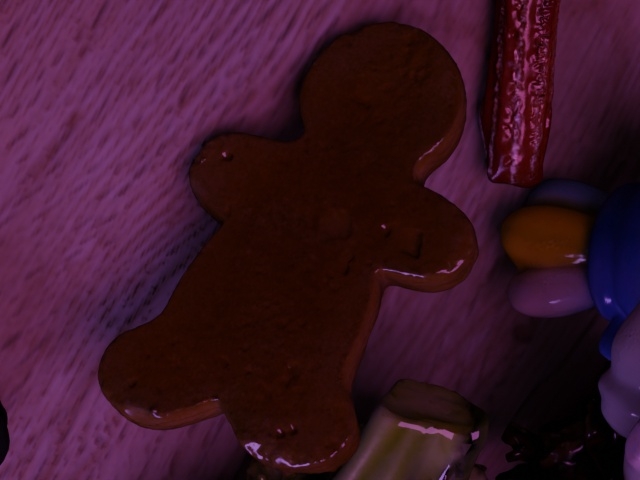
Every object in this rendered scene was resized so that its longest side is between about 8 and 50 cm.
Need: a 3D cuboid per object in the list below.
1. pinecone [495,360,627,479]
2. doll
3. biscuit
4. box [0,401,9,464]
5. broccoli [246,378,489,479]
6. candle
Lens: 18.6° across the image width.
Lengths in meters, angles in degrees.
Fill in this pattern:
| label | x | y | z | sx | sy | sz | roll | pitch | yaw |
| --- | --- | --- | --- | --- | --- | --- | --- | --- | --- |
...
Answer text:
| label | x | y | z | sx | sy | sz | roll | pitch | yaw |
| --- | --- | --- | --- | --- | --- | --- | --- | --- | --- |
| pinecone | 0.258 | 0.184 | 1.347 | 0.257 | 0.243 | 0.243 | 43 | 91 | 14 |
| doll | 0.260 | 0.050 | 1.188 | 0.376 | 0.365 | 0.187 | -12 | 138 | 3 |
| biscuit | 0.000 | 0.000 | 1.216 | 0.301 | 0.197 | 0.049 | -65 | 160 | -15 |
| box | -0.371 | 0.115 | 1.172 | 0.289 | 0.073 | 0.290 | -41 | 117 | -2 |
| broccoli | 0.042 | 0.199 | 1.252 | 0.263 | 0.247 | 0.243 | -6 | 130 | -38 |
| candle | 0.136 | -0.192 | 1.261 | 0.051 | 0.048 | 0.329 | 6 | 108 | 7 |
